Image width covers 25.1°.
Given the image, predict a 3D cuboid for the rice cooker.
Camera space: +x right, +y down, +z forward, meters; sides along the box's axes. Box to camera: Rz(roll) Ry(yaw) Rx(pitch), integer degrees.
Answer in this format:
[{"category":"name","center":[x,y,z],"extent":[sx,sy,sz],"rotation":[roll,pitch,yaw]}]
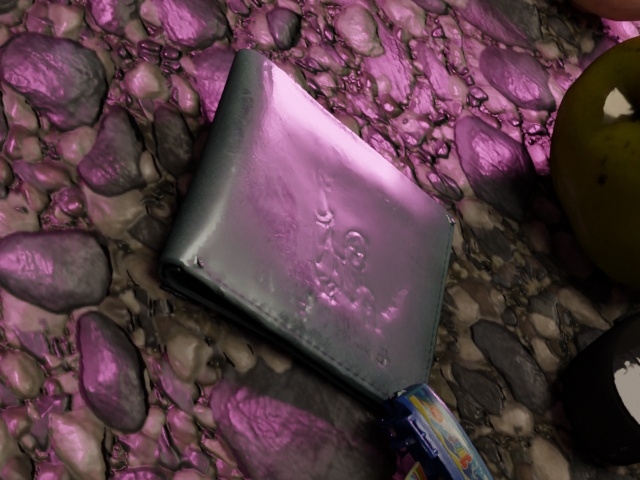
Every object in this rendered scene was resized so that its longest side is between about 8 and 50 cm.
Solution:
[{"category":"rice cooker","center":[0.324,0.143,1.430],"extent":[0.203,0.118,0.142],"rotation":[-22,78,-47]}]

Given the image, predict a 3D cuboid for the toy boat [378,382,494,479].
[{"category":"toy boat","center":[0.089,0.216,1.207],"extent":[0.110,0.091,0.175],"rotation":[-34,91,-15]}]

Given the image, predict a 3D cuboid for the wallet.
[{"category":"wallet","center":[-0.001,0.000,1.284],"extent":[0.290,0.054,0.251],"rotation":[38,48,-26]}]

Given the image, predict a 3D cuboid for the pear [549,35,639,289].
[{"category":"pear","center":[0.386,-0.082,1.539],"extent":[0.294,0.294,0.294],"rotation":[23,49,-29]}]

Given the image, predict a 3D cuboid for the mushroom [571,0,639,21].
[{"category":"mushroom","center":[0.376,-0.400,1.807],"extent":[0.246,0.246,0.202],"rotation":[30,4,-24]}]
